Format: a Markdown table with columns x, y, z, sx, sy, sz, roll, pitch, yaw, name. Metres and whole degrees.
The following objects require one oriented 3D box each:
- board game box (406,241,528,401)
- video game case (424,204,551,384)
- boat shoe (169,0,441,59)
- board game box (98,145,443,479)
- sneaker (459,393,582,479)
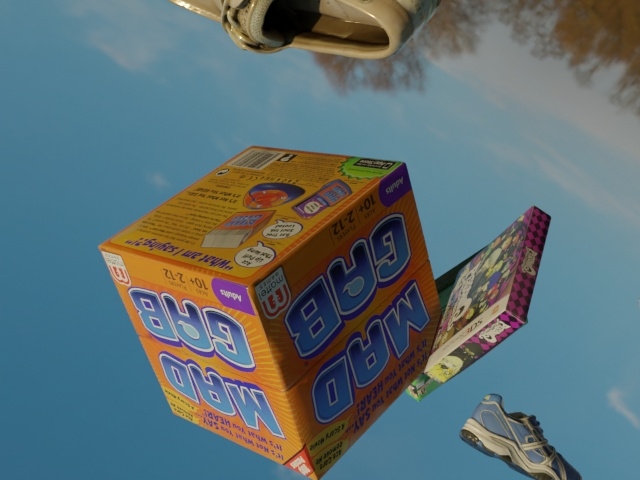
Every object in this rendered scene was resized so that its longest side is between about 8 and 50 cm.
| x | y | z | sx | sy | sz | roll | pitch | yaw | name |
| --- | --- | --- | --- | --- | --- | --- | --- | --- | --- |
| 0.286 | 0.157 | 1.731 | 0.317 | 0.213 | 0.046 | -30 | -146 | -24 | board game box |
| 0.255 | 0.083 | 1.297 | 0.042 | 0.210 | 0.232 | 34 | -133 | -7 | video game case |
| -0.046 | -0.223 | 0.762 | 0.302 | 0.109 | 0.098 | 17 | -124 | 25 | boat shoe |
| -0.064 | 0.092 | 1.388 | 0.356 | 0.356 | 0.356 | 12 | -141 | 42 | board game box |
| 0.302 | 0.296 | 1.226 | 0.211 | 0.081 | 0.080 | 33 | 166 | -19 | sneaker |
